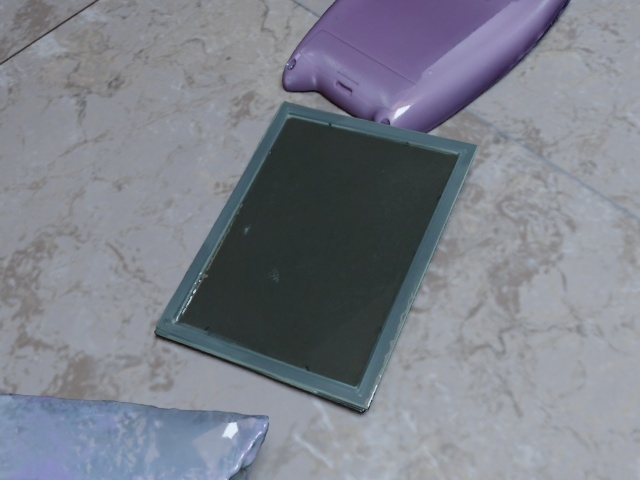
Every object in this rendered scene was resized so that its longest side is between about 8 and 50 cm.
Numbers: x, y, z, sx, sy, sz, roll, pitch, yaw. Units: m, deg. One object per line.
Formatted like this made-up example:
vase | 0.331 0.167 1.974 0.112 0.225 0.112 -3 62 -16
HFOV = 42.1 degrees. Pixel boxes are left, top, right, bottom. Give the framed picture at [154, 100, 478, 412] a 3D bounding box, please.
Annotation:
framed picture | 0.000 0.000 0.700 0.197 0.014 0.252 16 65 23

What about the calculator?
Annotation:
calculator | 0.111 -0.219 0.821 0.294 0.043 0.194 -42 58 -15

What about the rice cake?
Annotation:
rice cake | -0.227 0.155 0.623 0.399 0.064 0.070 0 65 13
